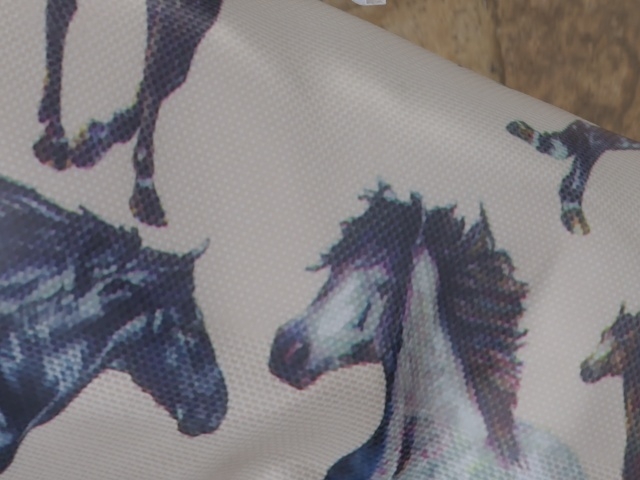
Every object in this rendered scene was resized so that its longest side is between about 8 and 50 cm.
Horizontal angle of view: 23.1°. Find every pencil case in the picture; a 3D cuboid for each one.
[{"bbox_3d":[0.015,0.038,0.451,0.410,0.160,0.183,20,87,-23],"label":"pencil case"}]

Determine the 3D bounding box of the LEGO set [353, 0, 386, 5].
[{"bbox_3d":[0.030,-0.288,1.161,0.087,0.093,0.227,-9,99,-35],"label":"LEGO set"}]
